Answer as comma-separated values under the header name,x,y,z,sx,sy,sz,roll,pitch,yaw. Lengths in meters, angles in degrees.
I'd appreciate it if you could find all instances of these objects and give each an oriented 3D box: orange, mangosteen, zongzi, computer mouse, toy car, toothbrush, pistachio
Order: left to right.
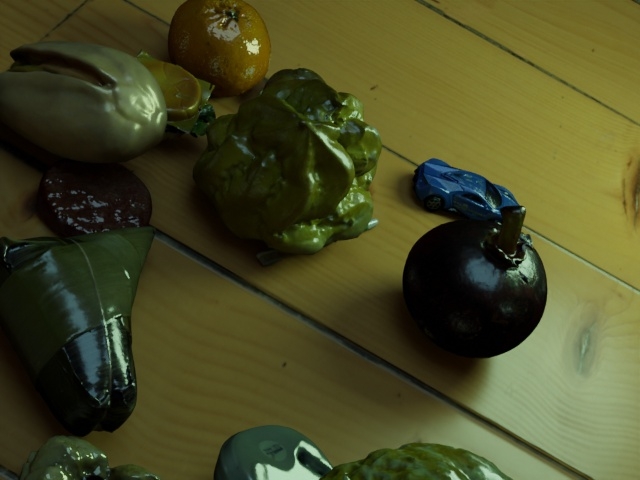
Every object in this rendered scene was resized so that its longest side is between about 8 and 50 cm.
name,x,y,z,sx,sy,sz,roll,pitch,yaw
pistachio,-0.375,-0.212,1.938,0.299,0.187,0.187,18,37,24
zongzi,-0.276,0.106,1.720,0.318,0.154,0.289,-17,65,-44
orange,-0.176,-0.348,2.200,0.193,0.161,0.193,18,39,-15
computer mouse,-0.017,0.384,1.609,0.197,0.095,0.331,-14,66,-52
toothbrush,0.000,0.000,2.051,0.257,0.018,0.024,-18,62,-39
orange,0.144,0.371,1.543,0.369,0.210,0.270,-3,59,-50
toy car,0.268,-0.082,2.236,0.216,0.063,0.103,19,42,-9
mangosteen,0.258,0.051,1.952,0.236,0.261,0.235,15,41,-14

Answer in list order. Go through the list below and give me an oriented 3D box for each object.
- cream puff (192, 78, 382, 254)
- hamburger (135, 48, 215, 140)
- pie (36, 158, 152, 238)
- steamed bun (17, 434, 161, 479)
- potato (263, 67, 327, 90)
name,x,y,z,sx,sy,sz,roll,pitch,yaw
cream puff,-0.033,-0.148,1.997,0.324,0.257,0.291,-21,59,-41
hamburger,-0.267,-0.227,2.083,0.190,0.093,0.164,31,44,6
pie,-0.343,-0.060,1.912,0.182,0.049,0.182,14,45,-15
steamed bun,-0.291,0.326,1.515,0.178,0.106,0.192,23,44,-2
potato,-0.013,-0.237,2.237,0.164,0.081,0.200,-19,61,-40
